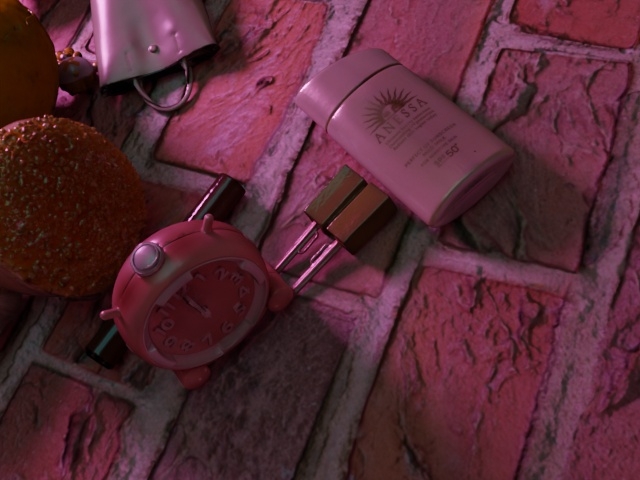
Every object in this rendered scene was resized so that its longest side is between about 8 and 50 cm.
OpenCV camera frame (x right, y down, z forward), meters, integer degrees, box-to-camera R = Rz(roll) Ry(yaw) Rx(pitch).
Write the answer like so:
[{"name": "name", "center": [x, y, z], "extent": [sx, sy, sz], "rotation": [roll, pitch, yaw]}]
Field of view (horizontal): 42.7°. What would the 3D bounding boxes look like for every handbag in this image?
[{"name": "handbag", "center": [-0.316, -0.381, 1.530], "extent": [0.241, 0.109, 0.315], "rotation": [-20, 62, 8]}]

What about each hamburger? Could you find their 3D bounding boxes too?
[{"name": "hamburger", "center": [-0.410, -0.050, 1.272], "extent": [0.170, 0.302, 0.302], "rotation": [-11, 58, 34]}]

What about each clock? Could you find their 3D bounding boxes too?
[{"name": "clock", "center": [-0.190, 0.066, 1.155], "extent": [0.227, 0.241, 0.142], "rotation": [-44, 56, -2]}]

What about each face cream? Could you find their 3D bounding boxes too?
[{"name": "face cream", "center": [0.124, -0.178, 1.285], "extent": [0.173, 0.081, 0.348], "rotation": [-40, 58, -6]}]

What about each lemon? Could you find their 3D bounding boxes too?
[{"name": "lemon", "center": [-0.638, -0.273, 1.441], "extent": [0.350, 0.387, 0.350], "rotation": [10, 30, -6]}]

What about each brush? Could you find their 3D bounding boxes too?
[{"name": "brush", "center": [0.000, 0.000, 1.251], "extent": [0.233, 0.047, 0.103], "rotation": [-47, 58, -4]}]

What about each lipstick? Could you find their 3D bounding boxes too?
[{"name": "lipstick", "center": [-0.243, 0.045, 1.298], "extent": [0.057, 0.057, 0.356], "rotation": [27, 73, 28]}]

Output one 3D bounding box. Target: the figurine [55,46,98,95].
[{"name": "figurine", "center": [-0.475, -0.333, 1.579], "extent": [0.101, 0.068, 0.143], "rotation": [-10, 43, 5]}]

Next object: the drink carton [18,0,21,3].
[{"name": "drink carton", "center": [-0.667, -0.401, 1.670], "extent": [0.084, 0.074, 0.200], "rotation": [5, 63, 21]}]

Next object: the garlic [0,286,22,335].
[{"name": "garlic", "center": [-0.620, 0.058, 1.359], "extent": [0.245, 0.245, 0.253], "rotation": [-45, 22, -9]}]
